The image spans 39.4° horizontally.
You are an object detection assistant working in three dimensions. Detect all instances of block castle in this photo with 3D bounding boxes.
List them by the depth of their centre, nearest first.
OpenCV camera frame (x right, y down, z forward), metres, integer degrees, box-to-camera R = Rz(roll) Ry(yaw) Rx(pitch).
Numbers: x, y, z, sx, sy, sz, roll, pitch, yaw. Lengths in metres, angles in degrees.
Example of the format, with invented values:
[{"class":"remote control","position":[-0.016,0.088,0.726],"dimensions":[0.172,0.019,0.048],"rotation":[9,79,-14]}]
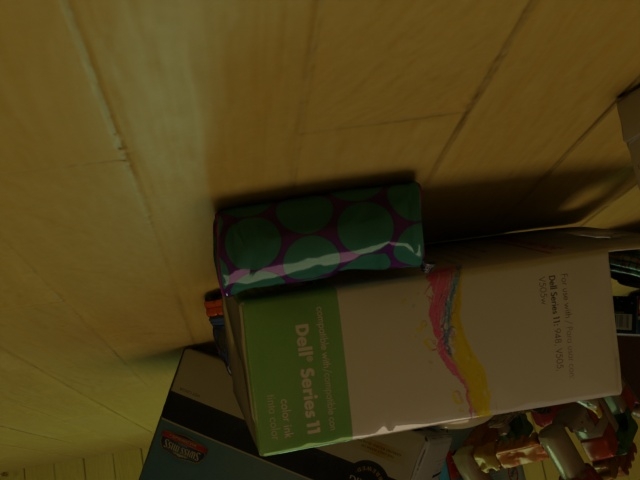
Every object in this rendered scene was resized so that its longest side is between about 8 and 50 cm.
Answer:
[{"class":"block castle","position":[0.516,0.417,1.933],"dimensions":[0.303,0.213,0.453],"rotation":[-26,-173,39]}]

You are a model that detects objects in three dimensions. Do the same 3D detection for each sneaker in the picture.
[{"class":"sneaker","position":[-0.077,0.113,0.965],"dimensions":[0.083,0.087,0.221],"rotation":[-11,165,7]}]

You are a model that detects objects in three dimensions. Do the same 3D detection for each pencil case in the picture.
[{"class":"pencil case","position":[0.000,0.000,0.630],"dimensions":[0.151,0.064,0.070],"rotation":[-8,149,-6]}]

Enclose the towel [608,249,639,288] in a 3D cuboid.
[{"class":"towel","position":[0.478,0.073,0.944],"dimensions":[0.370,0.040,0.271],"rotation":[16,179,30]}]

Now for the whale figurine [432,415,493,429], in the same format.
[{"class":"whale figurine","position":[0.203,0.152,1.264],"dimensions":[0.216,0.141,0.272],"rotation":[16,-151,42]}]

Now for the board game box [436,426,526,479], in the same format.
[{"class":"board game box","position":[0.322,0.428,2.012],"dimensions":[0.086,0.302,0.308],"rotation":[-22,161,39]}]

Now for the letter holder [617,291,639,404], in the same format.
[{"class":"letter holder","position":[0.579,0.253,1.390],"dimensions":[0.152,0.302,0.214],"rotation":[-4,132,-24]}]

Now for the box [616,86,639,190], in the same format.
[{"class":"box","position":[0.336,-0.070,0.592],"dimensions":[0.324,0.063,0.067],"rotation":[-2,165,-28]}]

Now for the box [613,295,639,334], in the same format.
[{"class":"box","position":[0.300,0.091,1.097],"dimensions":[0.233,0.044,0.159],"rotation":[-1,174,38]}]

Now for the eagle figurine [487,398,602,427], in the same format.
[{"class":"eagle figurine","position":[0.466,0.228,1.672],"dimensions":[0.298,0.225,0.226],"rotation":[-58,-178,32]}]

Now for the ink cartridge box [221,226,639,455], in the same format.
[{"class":"ink cartridge box","position":[0.104,0.069,0.746],"dimensions":[0.353,0.119,0.207],"rotation":[-8,-175,-10]}]

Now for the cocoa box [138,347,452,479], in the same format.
[{"class":"cocoa box","position":[-0.031,0.312,1.205],"dimensions":[0.347,0.228,0.231],"rotation":[17,174,19]}]
